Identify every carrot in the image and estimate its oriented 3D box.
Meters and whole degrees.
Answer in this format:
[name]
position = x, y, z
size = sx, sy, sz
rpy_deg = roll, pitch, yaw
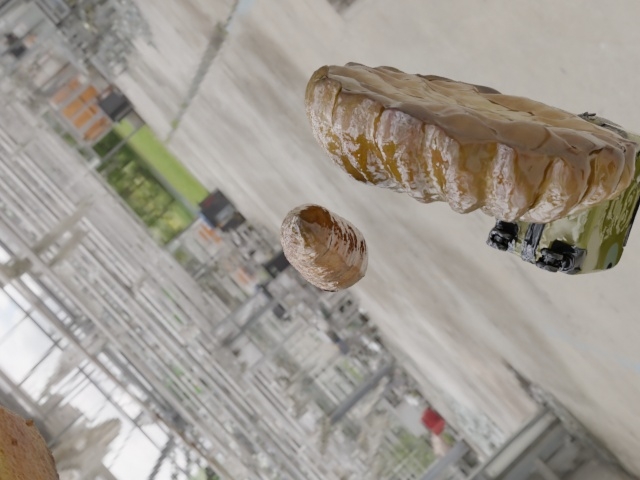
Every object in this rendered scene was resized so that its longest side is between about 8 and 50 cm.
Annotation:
[carrot]
position = 0.000, 0.000, 0.829
size = 0.072, 0.072, 0.205
rpy_deg = 46, 179, 11

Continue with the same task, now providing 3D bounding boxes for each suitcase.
[suitcase]
position = 0.305, -0.063, 1.189
size = 0.143, 0.194, 0.234
rpy_deg = 24, -167, 30

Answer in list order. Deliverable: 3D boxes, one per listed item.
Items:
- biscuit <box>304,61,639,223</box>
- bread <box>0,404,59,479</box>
[biscuit]
position = 0.137, -0.095, 0.933
size = 0.325, 0.107, 0.326
rpy_deg = 11, -161, -4
[bread]
position = -0.383, 0.302, 0.951
size = 0.172, 0.312, 0.312
rpy_deg = 28, -169, -45
